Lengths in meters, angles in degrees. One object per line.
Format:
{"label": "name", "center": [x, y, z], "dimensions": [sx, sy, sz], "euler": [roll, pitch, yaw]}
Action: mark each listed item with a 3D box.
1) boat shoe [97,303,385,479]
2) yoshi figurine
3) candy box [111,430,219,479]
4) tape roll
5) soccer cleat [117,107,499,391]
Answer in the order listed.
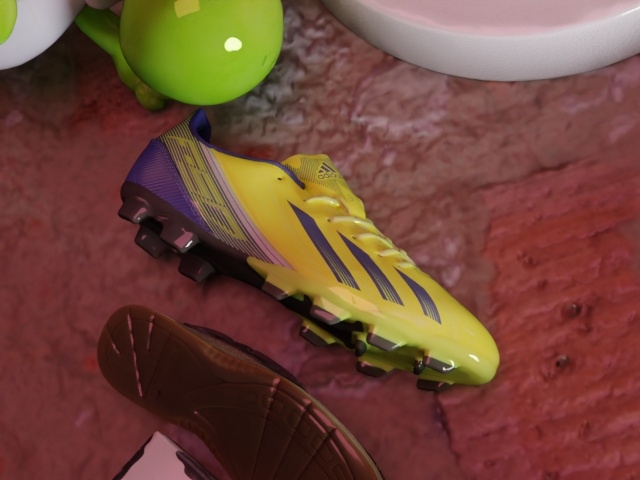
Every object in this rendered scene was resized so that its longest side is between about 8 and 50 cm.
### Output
{"label": "boat shoe", "center": [-0.042, 0.109, 0.886], "dimensions": [0.223, 0.073, 0.080], "euler": [30, 104, 23]}
{"label": "yoshi figurine", "center": [-0.176, -0.149, 0.939], "dimensions": [0.362, 0.203, 0.203], "euler": [-15, 33, 16]}
{"label": "candy box", "center": [-0.116, 0.259, 0.846], "dimensions": [0.159, 0.071, 0.233], "euler": [39, 82, 22]}
{"label": "tape roll", "center": [0.149, -0.304, 1.008], "dimensions": [0.392, 0.072, 0.392], "euler": [-4, 69, 11]}
{"label": "soccer cleat", "center": [-0.001, -0.001, 0.912], "dimensions": [0.289, 0.093, 0.121], "euler": [27, 71, 19]}
